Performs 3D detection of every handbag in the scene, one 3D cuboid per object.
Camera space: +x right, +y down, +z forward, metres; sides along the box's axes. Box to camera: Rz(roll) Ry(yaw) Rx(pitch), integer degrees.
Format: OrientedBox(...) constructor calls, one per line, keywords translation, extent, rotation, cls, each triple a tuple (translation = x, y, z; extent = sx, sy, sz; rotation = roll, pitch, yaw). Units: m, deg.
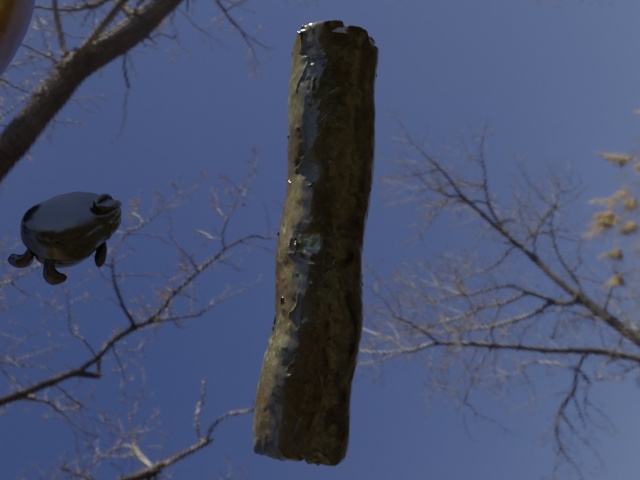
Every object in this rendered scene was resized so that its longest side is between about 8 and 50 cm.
OrientedBox(translation=(-0.203, -0.010, 0.656), extent=(0.047, 0.072, 0.111), rotation=(-68, -8, 30), cls="handbag")

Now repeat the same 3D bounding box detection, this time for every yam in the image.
OrientedBox(translation=(0.000, 0.000, 0.463), extent=(0.061, 0.061, 0.253), rotation=(15, -102, -52), cls="yam")

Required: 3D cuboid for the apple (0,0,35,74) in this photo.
OrientedBox(translation=(-0.373, -0.228, 0.705), extent=(0.236, 0.207, 0.237), rotation=(6, -109, -17), cls="apple")
